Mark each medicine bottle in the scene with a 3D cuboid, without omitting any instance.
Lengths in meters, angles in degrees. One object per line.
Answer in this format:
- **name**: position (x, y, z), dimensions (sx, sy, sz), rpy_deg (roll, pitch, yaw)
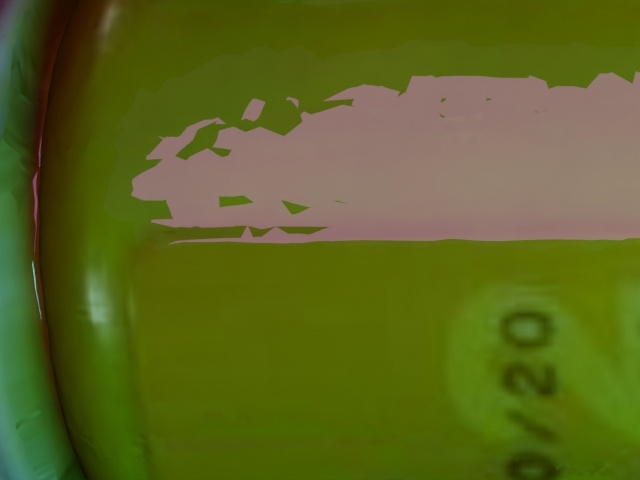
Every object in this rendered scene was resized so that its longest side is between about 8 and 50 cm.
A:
- **medicine bottle**: position (0.000, 0.000, 0.590), dimensions (0.384, 0.224, 0.224), rpy_deg (-1, 66, 10)
